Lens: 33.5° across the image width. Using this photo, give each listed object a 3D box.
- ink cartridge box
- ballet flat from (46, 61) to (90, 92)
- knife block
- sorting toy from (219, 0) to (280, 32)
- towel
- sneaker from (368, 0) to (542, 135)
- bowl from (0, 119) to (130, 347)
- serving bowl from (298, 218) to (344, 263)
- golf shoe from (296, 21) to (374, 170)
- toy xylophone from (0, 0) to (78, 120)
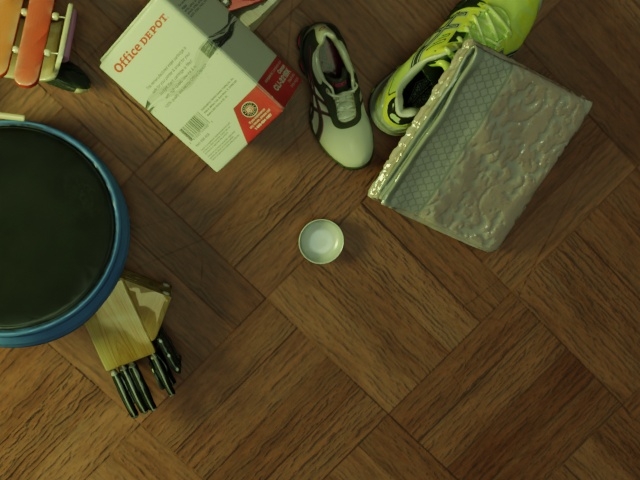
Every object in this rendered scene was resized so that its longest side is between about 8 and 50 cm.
[{"bbox_3d":[-0.201,-0.282,1.786,0.273,0.114,0.197,42,128,-13],"label":"ink cartridge box"},{"bbox_3d":[-0.479,-0.293,1.832,0.173,0.058,0.049,20,137,-10],"label":"ballet flat"},{"bbox_3d":[-0.369,0.175,1.906,0.275,0.088,0.242,22,96,-11],"label":"knife block"},{"bbox_3d":[-0.159,-0.497,1.806,0.257,0.089,0.255,41,93,-13],"label":"sorting toy"},{"bbox_3d":[0.286,-0.156,1.867,0.316,0.053,0.332,19,111,-35],"label":"towel"},{"bbox_3d":[0.254,-0.322,1.865,0.145,0.147,0.385,44,91,-11],"label":"sneaker"},{"bbox_3d":[-0.518,-0.017,1.785,0.390,0.077,0.391,2,79,-8],"label":"bowl"},{"bbox_3d":[0.000,0.000,1.952,0.083,0.027,0.083,-1,100,-8],"label":"serving bowl"},{"bbox_3d":[0.027,-0.246,1.865,0.105,0.120,0.273,-21,104,-5],"label":"golf shoe"},{"bbox_3d":[-0.561,-0.317,1.744,0.322,0.081,0.236,0,68,-7],"label":"toy xylophone"}]
